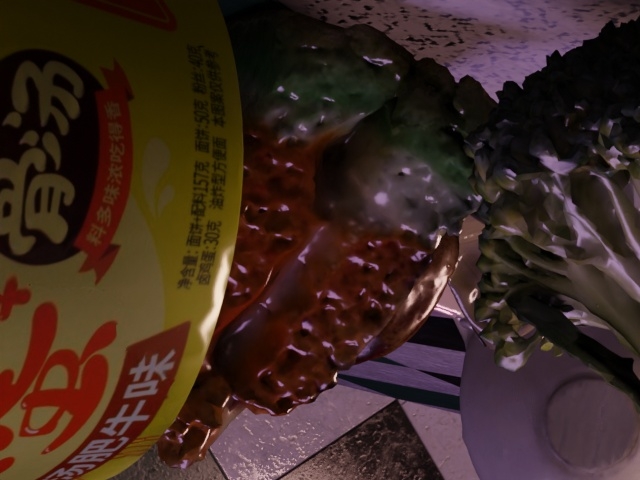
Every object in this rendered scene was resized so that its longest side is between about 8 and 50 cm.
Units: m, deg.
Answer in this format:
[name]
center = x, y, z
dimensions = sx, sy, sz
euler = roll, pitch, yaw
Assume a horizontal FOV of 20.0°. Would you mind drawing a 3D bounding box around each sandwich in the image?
[sandwich]
center = -0.043, -0.008, 0.862
dimensions = 0.109, 0.212, 0.292
euler = 32, 179, -21

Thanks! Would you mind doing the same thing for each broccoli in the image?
[broccoli]
center = 0.174, 0.092, 0.646
dimensions = 0.221, 0.361, 0.252
euler = -6, -170, 3

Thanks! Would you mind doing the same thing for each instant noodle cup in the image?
[instant noodle cup]
center = -0.180, -0.028, 0.661
dimensions = 0.221, 0.311, 0.311
euler = 6, 178, -37

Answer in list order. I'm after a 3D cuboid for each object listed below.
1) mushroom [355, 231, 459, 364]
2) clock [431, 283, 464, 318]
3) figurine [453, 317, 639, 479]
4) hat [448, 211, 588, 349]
[mushroom]
center = -0.018, 0.014, 1.114
dimensions = 0.227, 0.148, 0.217
euler = 17, 171, 16
[clock]
center = 0.000, 0.000, 1.287
dimensions = 0.197, 0.063, 0.150
euler = 20, 170, -42
[figurine]
center = 0.179, 0.104, 1.497
dimensions = 0.274, 0.226, 0.394
euler = 44, -177, -1
[hat]
center = 0.160, 0.005, 1.103
dimensions = 0.175, 0.085, 0.147
euler = -9, 165, -14
